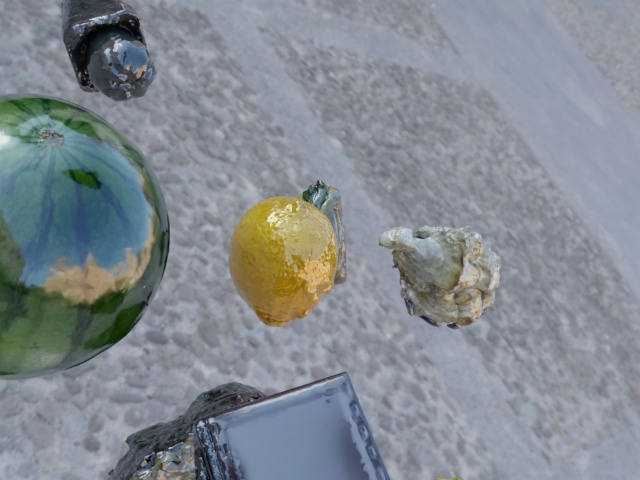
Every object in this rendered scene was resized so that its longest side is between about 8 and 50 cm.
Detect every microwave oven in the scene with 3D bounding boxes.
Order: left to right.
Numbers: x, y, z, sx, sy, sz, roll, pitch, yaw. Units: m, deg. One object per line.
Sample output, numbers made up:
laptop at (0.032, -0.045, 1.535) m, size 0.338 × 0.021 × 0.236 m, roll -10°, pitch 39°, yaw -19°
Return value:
microwave oven at (-0.021, 0.291, 0.858) m, size 0.188 × 0.178 × 0.247 m, roll -18°, pitch 60°, yaw -11°

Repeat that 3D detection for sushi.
sushi at (-0.206, 0.391, 1.432) m, size 0.210 × 0.350 × 0.171 m, roll 60°, pitch -13°, yaw -12°

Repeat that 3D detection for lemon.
lemon at (-0.047, 0.027, 1.082) m, size 0.142 × 0.187 × 0.142 m, roll 9°, pitch 28°, yaw -5°

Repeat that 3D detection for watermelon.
watermelon at (-0.200, 0.004, 0.561) m, size 0.188 × 0.214 × 0.188 m, roll 17°, pitch 48°, yaw -20°

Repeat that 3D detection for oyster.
oyster at (0.156, 0.047, 1.108) m, size 0.191 × 0.163 × 0.081 m, roll 24°, pitch 30°, yaw -6°

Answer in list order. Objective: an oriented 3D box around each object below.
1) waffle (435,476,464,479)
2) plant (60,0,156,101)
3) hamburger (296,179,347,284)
waffle at (0.079, 0.254, 0.574) m, size 0.038 × 0.191 × 0.191 m, roll 12°, pitch 34°, yaw 4°
plant at (-0.394, -0.358, 1.539) m, size 0.142 × 0.164 × 0.256 m, roll -24°, pitch 55°, yaw -15°
hamburger at (0.000, 0.000, 1.579) m, size 0.130 × 0.206 × 0.183 m, roll 14°, pitch -14°, yaw 8°
